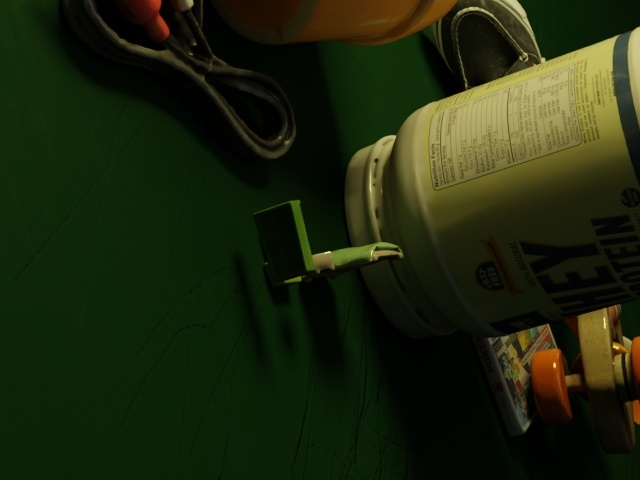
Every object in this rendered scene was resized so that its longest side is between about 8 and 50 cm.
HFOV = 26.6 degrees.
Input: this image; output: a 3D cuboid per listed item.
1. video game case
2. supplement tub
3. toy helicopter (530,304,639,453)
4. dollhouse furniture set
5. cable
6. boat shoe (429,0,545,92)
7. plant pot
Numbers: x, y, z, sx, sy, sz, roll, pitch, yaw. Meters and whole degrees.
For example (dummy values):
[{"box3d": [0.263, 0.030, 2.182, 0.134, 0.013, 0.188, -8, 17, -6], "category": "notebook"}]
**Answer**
[{"box3d": [0.214, 0.099, 1.522, 0.201, 0.023, 0.183, -33, 103, -63], "category": "video game case"}, {"box3d": [0.210, -0.043, 1.267, 0.235, 0.325, 0.235, 40, 40, -46], "category": "supplement tub"}, {"box3d": [0.331, 0.076, 1.579, 0.235, 0.140, 0.355, 47, 37, -56], "category": "toy helicopter"}, {"box3d": [0.000, 0.000, 1.123, 0.152, 0.076, 0.058, -4, 78, -62], "category": "dollhouse furniture set"}, {"box3d": [-0.096, -0.148, 1.038, 0.287, 0.072, 0.139, 52, 44, -35], "category": "cable"}, {"box3d": [0.219, -0.173, 1.601, 0.105, 0.113, 0.306, -99, 165, -48], "category": "boat shoe"}, {"box3d": [0.001, -0.255, 1.177, 0.188, 0.205, 0.205, -32, 103, -46], "category": "plant pot"}]
